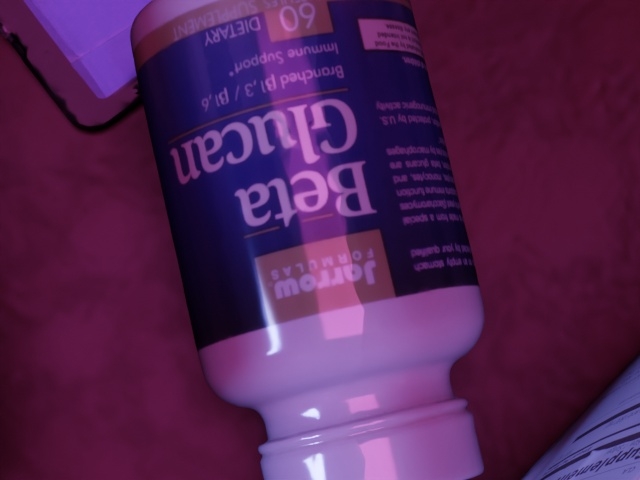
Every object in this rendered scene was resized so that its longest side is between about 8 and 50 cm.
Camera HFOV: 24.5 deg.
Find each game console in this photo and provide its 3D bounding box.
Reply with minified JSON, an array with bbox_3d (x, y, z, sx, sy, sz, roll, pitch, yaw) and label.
[{"bbox_3d":[-0.068,-0.119,0.509,0.122,0.107,0.071,-38,57,-8],"label":"game console"}]

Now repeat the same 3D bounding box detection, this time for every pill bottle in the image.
[{"bbox_3d":[0.000,0.000,0.479,0.094,0.094,0.169,-13,82,-5],"label":"pill bottle"}]

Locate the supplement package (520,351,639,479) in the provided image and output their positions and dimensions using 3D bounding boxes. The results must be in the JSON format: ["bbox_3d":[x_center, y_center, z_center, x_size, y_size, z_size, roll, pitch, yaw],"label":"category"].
[{"bbox_3d":[0.120,0.112,0.418,0.139,0.134,0.244,47,65,4],"label":"supplement package"}]
